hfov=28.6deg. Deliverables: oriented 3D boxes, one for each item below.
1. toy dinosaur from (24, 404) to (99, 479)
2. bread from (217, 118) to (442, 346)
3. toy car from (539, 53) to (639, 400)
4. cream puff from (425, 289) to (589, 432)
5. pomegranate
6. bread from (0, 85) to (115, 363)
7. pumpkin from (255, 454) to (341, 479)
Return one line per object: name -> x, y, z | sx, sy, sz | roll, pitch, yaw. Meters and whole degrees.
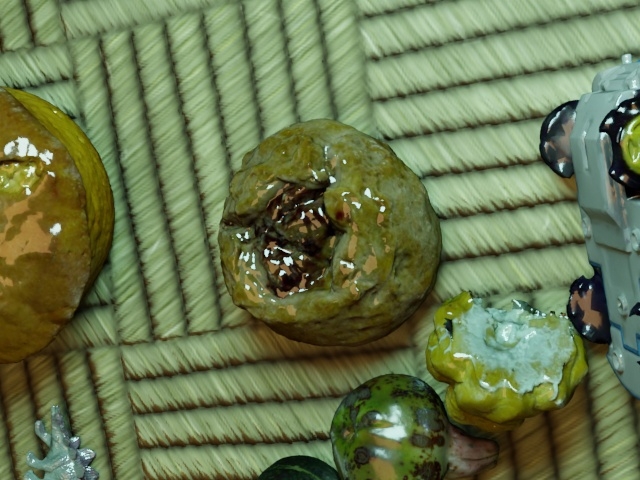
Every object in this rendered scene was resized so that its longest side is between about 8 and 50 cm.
toy dinosaur -> -0.293, 0.286, 1.413 | 0.082, 0.039, 0.209 | 8, 101, 17
bread -> 0.000, 0.000, 1.226 | 0.230, 0.123, 0.230 | 4, 101, 19
toy car -> 0.306, -0.009, 1.090 | 0.166, 0.198, 0.314 | -11, 96, -5
cream puff -> 0.171, 0.119, 1.168 | 0.156, 0.156, 0.121 | 6, 70, 19
pomegranate -> 0.089, 0.198, 1.216 | 0.163, 0.125, 0.138 | -3, 64, 12
bread -> -0.359, -0.027, 1.329 | 0.312, 0.172, 0.312 | 4, 103, 18
pumpkin -> -0.040, 0.291, 1.253 | 0.167, 0.167, 0.125 | -33, 88, 21
